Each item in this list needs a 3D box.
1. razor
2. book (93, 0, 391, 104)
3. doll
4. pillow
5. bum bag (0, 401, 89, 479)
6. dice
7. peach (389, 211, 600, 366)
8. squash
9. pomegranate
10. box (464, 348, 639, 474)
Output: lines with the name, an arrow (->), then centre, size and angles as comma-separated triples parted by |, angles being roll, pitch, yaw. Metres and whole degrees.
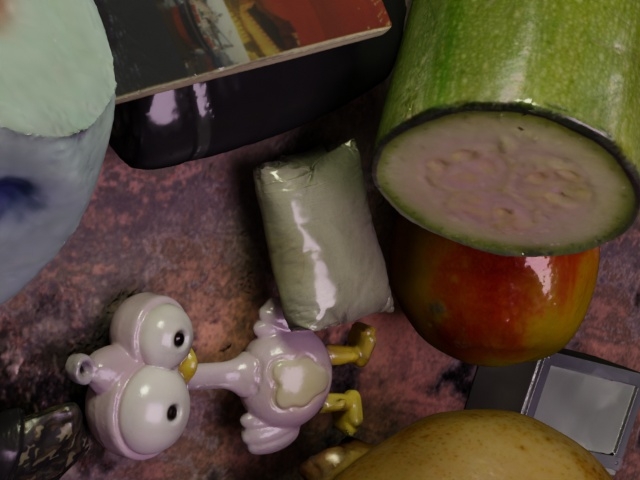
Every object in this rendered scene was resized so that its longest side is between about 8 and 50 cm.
razor -> -0.060, -0.197, 1.746 | 0.349, 0.113, 0.204 | -23, 116, -37
book -> -0.130, -0.259, 1.610 | 0.374, 0.028, 0.262 | -19, 81, -36
doll -> -0.100, 0.131, 1.832 | 0.365, 0.094, 0.160 | 4, 97, -46
pillow -> 0.000, 0.000, 1.860 | 0.134, 0.078, 0.181 | -20, 97, -50
bum bag -> -0.309, 0.198, 1.664 | 0.248, 0.069, 0.102 | -11, 147, -43
dice -> -0.325, -0.104, 1.343 | 0.265, 0.268, 0.262 | 14, 135, -41
peach -> 0.182, 0.020, 1.974 | 0.231, 0.231, 0.231 | -16, 115, -40
squash -> 0.213, -0.206, 1.821 | 0.263, 0.263, 0.384 | 47, 47, -42
pomegranate -> 0.128, 0.352, 1.926 | 0.417, 0.417, 0.416 | -16, 115, -40
box -> 0.279, 0.194, 2.229 | 0.225, 0.086, 0.129 | 16, 92, -47
